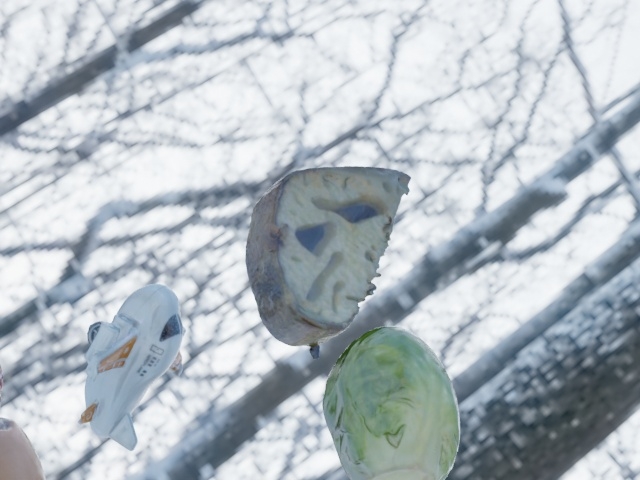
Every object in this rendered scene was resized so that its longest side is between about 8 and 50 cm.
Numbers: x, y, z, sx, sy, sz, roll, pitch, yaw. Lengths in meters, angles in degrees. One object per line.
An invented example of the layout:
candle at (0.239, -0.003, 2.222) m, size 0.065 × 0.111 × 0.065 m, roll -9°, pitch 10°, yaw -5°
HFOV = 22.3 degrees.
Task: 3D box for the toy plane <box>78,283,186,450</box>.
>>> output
toy plane at (-0.268, 0.178, 2.350) m, size 0.117 × 0.245 × 0.244 m, roll 31°, pitch -36°, yaw 24°

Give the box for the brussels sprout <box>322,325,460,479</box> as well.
brussels sprout at (0.077, 0.182, 1.675) m, size 0.161 × 0.144 × 0.180 m, roll -36°, pitch -135°, yaw 51°

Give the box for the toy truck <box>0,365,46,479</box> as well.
toy truck at (-0.263, 0.164, 0.744) m, size 0.189 × 0.265 × 0.239 m, roll -102°, pitch -156°, yaw -47°

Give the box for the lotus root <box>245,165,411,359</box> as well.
lotus root at (0.000, 0.000, 1.909) m, size 0.170 × 0.260 × 0.074 m, roll 27°, pitch -29°, yaw -17°
